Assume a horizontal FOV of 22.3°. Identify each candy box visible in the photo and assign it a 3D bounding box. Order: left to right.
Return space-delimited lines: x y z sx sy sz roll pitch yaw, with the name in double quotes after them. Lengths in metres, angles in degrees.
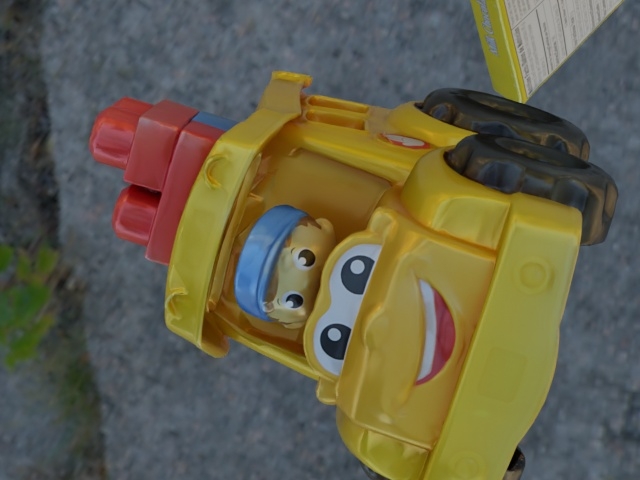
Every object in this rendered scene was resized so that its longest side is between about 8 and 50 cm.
0.111 -0.164 0.806 0.027 0.105 0.206 39 165 32 "candy box"

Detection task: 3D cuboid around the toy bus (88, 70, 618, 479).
0.000 0.000 0.681 0.211 0.220 0.149 18 103 -3 "toy bus"
